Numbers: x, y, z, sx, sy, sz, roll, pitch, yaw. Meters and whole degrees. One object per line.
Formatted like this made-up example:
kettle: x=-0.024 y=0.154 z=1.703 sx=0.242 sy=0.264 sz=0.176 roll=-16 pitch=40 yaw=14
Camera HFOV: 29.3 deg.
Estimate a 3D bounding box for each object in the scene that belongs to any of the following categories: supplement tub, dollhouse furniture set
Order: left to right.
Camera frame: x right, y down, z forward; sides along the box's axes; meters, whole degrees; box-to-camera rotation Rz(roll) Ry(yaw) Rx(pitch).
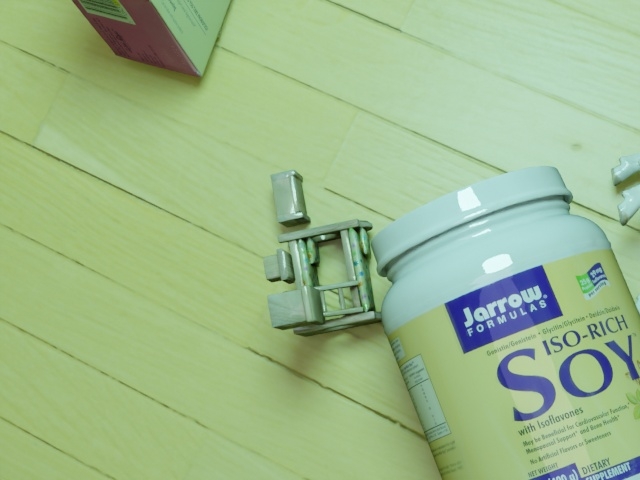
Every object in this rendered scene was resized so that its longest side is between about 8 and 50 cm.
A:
dollhouse furniture set: x=0.000 y=0.000 z=1.296 sx=0.101 sy=0.161 sz=0.181 roll=-12 pitch=80 yaw=10
supplement tub: x=0.201 y=0.119 z=1.194 sx=0.241 sy=0.241 sz=0.331 roll=-23 pitch=78 yaw=8

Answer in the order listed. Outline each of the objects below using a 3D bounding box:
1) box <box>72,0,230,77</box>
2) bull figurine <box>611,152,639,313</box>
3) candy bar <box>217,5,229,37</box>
box: x=-0.168 y=-0.339 z=1.341 sx=0.117 sy=0.213 sz=0.243 roll=17 pitch=79 yaw=14
bull figurine: x=0.405 y=0.028 z=1.236 sx=0.188 sy=0.101 sz=0.310 roll=-8 pitch=81 yaw=13
candy bar: x=-0.187 y=-0.272 z=1.450 sx=0.161 sy=0.018 sz=0.040 roll=12 pitch=84 yaw=13
